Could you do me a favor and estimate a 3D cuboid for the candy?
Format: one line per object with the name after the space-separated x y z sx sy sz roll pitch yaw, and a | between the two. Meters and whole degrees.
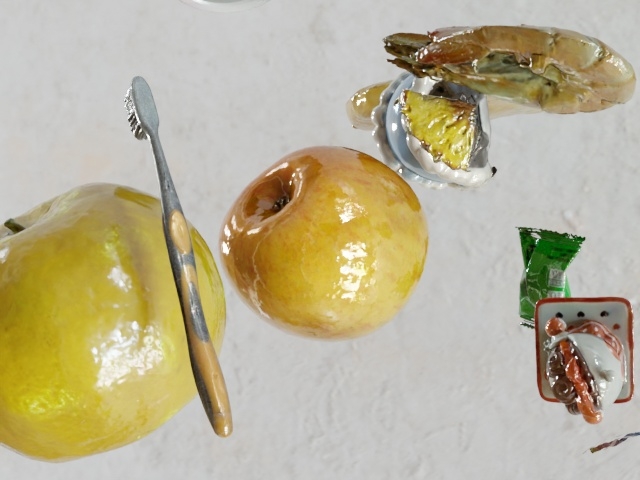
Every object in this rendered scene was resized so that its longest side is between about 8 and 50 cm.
0.404 0.078 2.007 0.141 0.078 0.203 28 128 58 | candy

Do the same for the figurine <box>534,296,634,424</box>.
0.409 0.205 1.740 0.160 0.226 0.183 -2 102 15 | figurine

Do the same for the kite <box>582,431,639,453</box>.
0.620 0.302 1.862 0.204 0.360 0.022 129 128 -76 | kite

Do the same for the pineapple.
0.139 -0.137 1.241 0.114 0.114 0.077 43 108 -5 | pineapple

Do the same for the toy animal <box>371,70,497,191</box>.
0.168 -0.175 1.719 0.204 0.156 0.208 180 85 -69 | toy animal

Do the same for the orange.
-0.223 0.079 1.043 0.279 0.279 0.235 -17 110 38 | orange

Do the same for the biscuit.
0.265 -0.263 2.088 0.446 0.429 0.104 -9 90 18 | biscuit

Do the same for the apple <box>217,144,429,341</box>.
0.000 0.000 1.646 0.299 0.275 0.299 -23 51 32 | apple

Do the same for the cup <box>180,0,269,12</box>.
-0.152 -0.546 1.683 0.253 0.253 0.371 -29 52 37 | cup

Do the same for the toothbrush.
-0.116 0.006 0.912 0.031 0.023 0.321 -48 54 53 | toothbrush

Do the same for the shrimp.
0.180 -0.180 1.117 0.267 0.145 0.061 17 81 28 | shrimp
